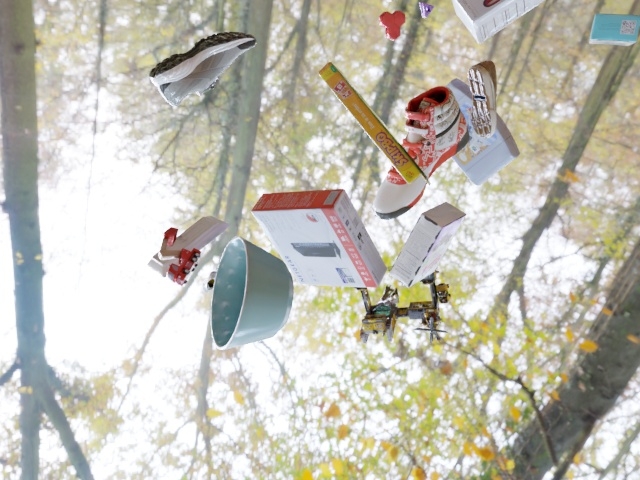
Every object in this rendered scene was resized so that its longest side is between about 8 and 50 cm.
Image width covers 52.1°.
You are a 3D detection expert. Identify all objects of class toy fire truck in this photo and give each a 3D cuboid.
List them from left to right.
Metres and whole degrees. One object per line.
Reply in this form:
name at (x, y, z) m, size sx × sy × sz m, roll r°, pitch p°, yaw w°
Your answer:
toy fire truck at (-0.432, 0.046, 1.957) m, size 0.135 × 0.047 × 0.192 m, roll 23°, pitch -145°, yaw -1°

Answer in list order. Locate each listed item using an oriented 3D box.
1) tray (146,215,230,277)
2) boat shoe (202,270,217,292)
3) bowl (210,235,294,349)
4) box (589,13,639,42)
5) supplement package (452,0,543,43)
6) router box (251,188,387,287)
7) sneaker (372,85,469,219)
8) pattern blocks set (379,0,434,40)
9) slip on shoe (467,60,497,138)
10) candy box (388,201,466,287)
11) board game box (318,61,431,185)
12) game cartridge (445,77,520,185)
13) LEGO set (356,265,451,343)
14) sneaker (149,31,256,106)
tray at (-0.427, 0.007, 2.086) m, size 0.270 × 0.030 × 0.145 m, roll -41°, pitch -146°, yaw -21°
boat shoe at (-0.336, 0.134, 1.986) m, size 0.035 × 0.100 × 0.035 m, roll 21°, pitch -136°, yaw -20°
bowl at (-0.180, 0.153, 1.806) m, size 0.163 × 0.311 × 0.311 m, roll 10°, pitch -148°, yaw -23°
box at (0.716, -0.513, 1.601) m, size 0.101 × 0.060 × 0.244 m, roll 10°, pitch -163°, yaw 18°
supplement package at (0.516, -0.708, 1.874) m, size 0.139 × 0.244 × 0.134 m, roll 61°, pitch -168°, yaw 21°
router box at (0.000, 0.000, 1.959) m, size 0.301 × 0.335 × 0.082 m, roll -1°, pitch -135°, yaw 36°
sneaker at (0.172, -0.174, 1.240) m, size 0.270 × 0.145 × 0.090 m, roll -46°, pitch -136°, yaw -16°
pattern blocks set at (0.215, -0.740, 1.752) m, size 0.285 × 0.324 × 0.026 m, roll -41°, pitch -150°, yaw -16°
slip on shoe at (0.282, -0.239, 1.114) m, size 0.041 × 0.135 × 0.051 m, roll -34°, pitch -147°, yaw -25°
candy box at (0.279, 0.010, 1.700) m, size 0.070 × 0.196 × 0.165 m, roll 36°, pitch -149°, yaw 21°
board game box at (0.098, -0.188, 1.115) m, size 0.259 × 0.039 × 0.124 m, roll 49°, pitch -167°, yaw 2°
game cartridge at (0.446, -0.327, 1.957) m, size 0.062 × 0.198 × 0.297 m, roll -37°, pitch -94°, yaw -36°
LEGO set at (0.239, 0.201, 2.068) m, size 0.332 × 0.254 × 0.192 m, roll 1°, pitch -155°, yaw 15°
sneaker at (-0.271, -0.417, 1.565) m, size 0.272 × 0.108 × 0.100 m, roll -33°, pitch -145°, yaw -14°
